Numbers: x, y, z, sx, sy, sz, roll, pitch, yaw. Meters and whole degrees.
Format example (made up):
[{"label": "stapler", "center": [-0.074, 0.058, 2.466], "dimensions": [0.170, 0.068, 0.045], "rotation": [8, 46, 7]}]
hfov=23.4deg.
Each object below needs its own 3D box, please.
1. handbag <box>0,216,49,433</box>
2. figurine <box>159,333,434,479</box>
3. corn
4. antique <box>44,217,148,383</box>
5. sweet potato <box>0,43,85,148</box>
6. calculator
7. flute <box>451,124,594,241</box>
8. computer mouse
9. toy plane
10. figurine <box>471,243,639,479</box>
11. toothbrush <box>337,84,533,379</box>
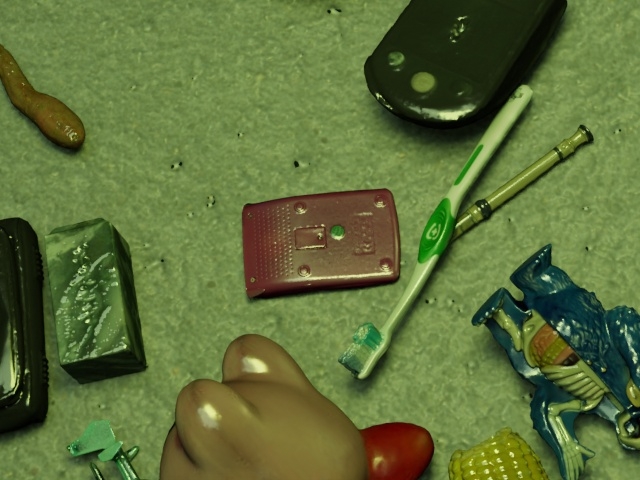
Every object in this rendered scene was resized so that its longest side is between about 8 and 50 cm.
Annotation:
[{"label": "handbag", "center": [-0.453, 0.112, 1.877], "dimensions": [0.244, 0.088, 0.275], "rotation": [-12, 69, 10]}, {"label": "figurine", "center": [-0.054, 0.264, 1.676], "dimensions": [0.261, 0.269, 0.211], "rotation": [35, 118, 4]}, {"label": "corn", "center": [0.221, 0.370, 1.633], "dimensions": [0.131, 0.131, 0.344], "rotation": [-18, 67, 3]}, {"label": "antique", "center": [-0.271, 0.068, 1.855], "dimensions": [0.088, 0.086, 0.183], "rotation": [-13, 68, 4]}, {"label": "sweet potato", "center": [-0.370, -0.185, 1.989], "dimensions": [0.050, 0.050, 0.214], "rotation": [-43, 65, -7]}, {"label": "calculator", "center": [0.000, 0.000, 1.861], "dimensions": [0.190, 0.034, 0.126], "rotation": [-7, 67, 7]}, {"label": "flute", "center": [0.227, -0.062, 1.844], "dimensions": [0.233, 0.027, 0.027], "rotation": [-36, 68, -3]}, {"label": "computer mouse", "center": [0.175, -0.234, 1.878], "dimensions": [0.170, 0.100, 0.269], "rotation": [30, 71, 20]}, {"label": "toy plane", "center": [-0.200, 0.301, 1.775], "dimensions": [0.096, 0.060, 0.235], "rotation": [-37, 72, 10]}, {"label": "figurine", "center": [0.289, 0.135, 1.721], "dimensions": [0.164, 0.121, 0.262], "rotation": [-31, 85, 5]}, {"label": "toothbrush", "center": [0.144, -0.015, 1.815], "dimensions": [0.042, 0.040, 0.418], "rotation": [9, 60, 54]}]
